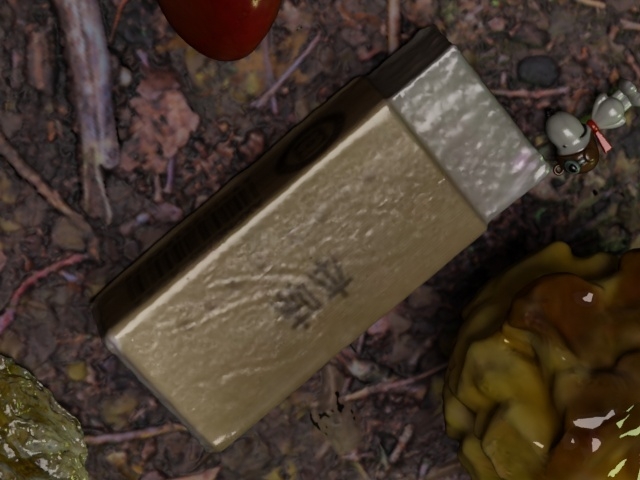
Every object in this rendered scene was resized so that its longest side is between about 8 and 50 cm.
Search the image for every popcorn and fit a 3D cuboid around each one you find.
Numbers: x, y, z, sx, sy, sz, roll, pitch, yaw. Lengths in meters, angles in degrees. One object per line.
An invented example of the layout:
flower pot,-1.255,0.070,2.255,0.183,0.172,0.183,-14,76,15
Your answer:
popcorn,0.237,0.126,1.474,0.265,0.225,0.332,-25,136,9

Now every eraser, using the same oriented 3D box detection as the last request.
eraser,0.000,0.000,1.435,0.343,0.078,0.144,-40,115,3

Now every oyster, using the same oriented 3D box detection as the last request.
oyster,-0.245,0.152,1.459,0.122,0.045,0.146,-11,112,6

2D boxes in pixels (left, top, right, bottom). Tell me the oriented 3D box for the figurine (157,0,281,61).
figurine,-0.022,-0.264,1.260,0.261,0.211,0.269,-29,114,-2

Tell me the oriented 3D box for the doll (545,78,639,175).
doll,0.214,-0.087,1.477,0.085,0.040,0.058,-23,103,-4
